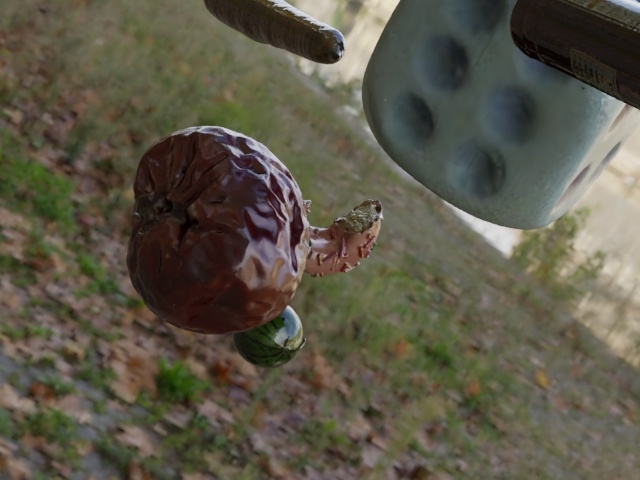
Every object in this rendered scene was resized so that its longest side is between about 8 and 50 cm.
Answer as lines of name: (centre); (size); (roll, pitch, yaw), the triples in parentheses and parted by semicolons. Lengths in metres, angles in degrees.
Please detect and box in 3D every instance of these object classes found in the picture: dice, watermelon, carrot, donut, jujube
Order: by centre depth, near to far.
dice: (0.225, -0.190, 1.325); (0.264, 0.268, 0.262); (40, 34, 14)
jujube: (-0.122, -0.006, 1.356); (0.213, 0.213, 0.232); (24, 45, -31)
carrot: (-0.052, -0.266, 1.451); (0.070, 0.070, 0.342); (22, 9, -37)
donut: (0.000, 0.000, 1.538); (0.166, 0.117, 0.065); (3, 21, -14)
watermelon: (-0.071, 0.132, 1.624); (0.109, 0.109, 0.109); (30, 11, -6)

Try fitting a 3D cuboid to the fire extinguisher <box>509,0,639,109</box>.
fire extinguisher: (0.224, -0.140, 0.860); (0.099, 0.071, 0.231); (25, 11, -36)
